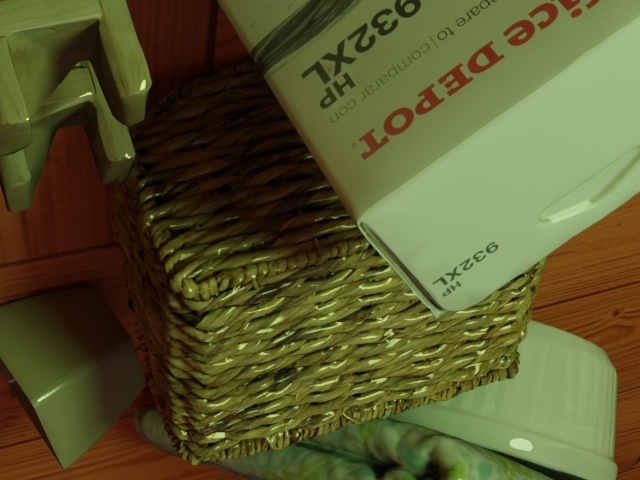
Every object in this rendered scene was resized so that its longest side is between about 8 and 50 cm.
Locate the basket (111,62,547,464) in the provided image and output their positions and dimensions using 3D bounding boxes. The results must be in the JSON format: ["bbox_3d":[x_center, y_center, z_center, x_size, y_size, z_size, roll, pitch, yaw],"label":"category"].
[{"bbox_3d":[0.000,0.000,0.872,0.299,0.213,0.223,-15,141,-16],"label":"basket"}]

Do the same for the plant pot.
[{"bbox_3d":[-0.207,0.103,0.955,0.096,0.109,0.109,-30,145,-19],"label":"plant pot"}]

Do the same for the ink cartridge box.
[{"bbox_3d":[0.069,-0.148,0.666,0.223,0.307,0.129,-36,143,8],"label":"ink cartridge box"}]

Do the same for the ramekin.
[{"bbox_3d":[0.164,0.149,1.136,0.273,0.273,0.127,29,73,-49],"label":"ramekin"}]

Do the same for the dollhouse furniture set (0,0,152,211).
[{"bbox_3d":[-0.285,-0.142,0.529,0.362,0.256,0.394,-16,174,-16],"label":"dollhouse furniture set"}]

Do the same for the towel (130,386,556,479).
[{"bbox_3d":[0.050,0.219,1.085,0.320,0.374,0.090,28,73,-49],"label":"towel"}]
